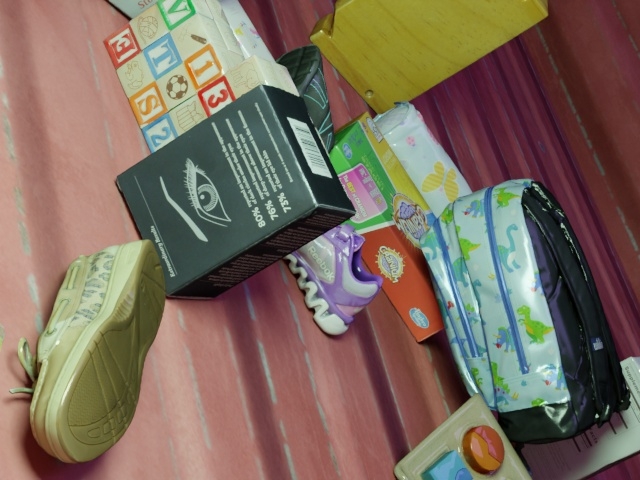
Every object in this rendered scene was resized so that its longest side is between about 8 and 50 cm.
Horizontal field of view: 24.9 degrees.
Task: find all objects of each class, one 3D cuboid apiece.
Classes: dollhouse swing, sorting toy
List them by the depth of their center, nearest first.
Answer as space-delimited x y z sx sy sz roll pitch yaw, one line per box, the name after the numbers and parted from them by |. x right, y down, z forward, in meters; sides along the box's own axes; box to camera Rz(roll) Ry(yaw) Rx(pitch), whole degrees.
0.238 0.375 1.907 0.229 0.041 0.307 -34 94 -48 | sorting toy
0.187 -0.447 2.582 0.315 0.347 0.305 44 26 -36 | dollhouse swing

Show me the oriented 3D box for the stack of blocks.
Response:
-0.117 -0.150 1.710 0.087 0.171 0.297 11 51 -64 | stack of blocks

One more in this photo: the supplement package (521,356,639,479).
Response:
0.426 0.292 2.270 0.139 0.244 0.134 10 53 -65 | supplement package

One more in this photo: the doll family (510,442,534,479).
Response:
0.243 0.339 2.026 0.111 0.076 0.193 61 23 -10 | doll family

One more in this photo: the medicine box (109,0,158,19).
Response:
-0.173 -0.455 1.867 0.149 0.263 0.289 36 31 -48 | medicine box

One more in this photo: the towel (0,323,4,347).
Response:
-0.296 0.071 1.214 0.083 0.009 0.060 47 24 -29 | towel

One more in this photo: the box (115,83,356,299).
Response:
-0.093 -0.049 1.574 0.108 0.207 0.153 9 54 -65 | box

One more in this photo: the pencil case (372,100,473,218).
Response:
0.172 -0.095 2.405 0.273 0.113 0.124 52 -22 -16 | pencil case

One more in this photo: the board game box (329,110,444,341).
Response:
0.109 -0.027 2.228 0.316 0.064 0.242 56 20 -8 | board game box

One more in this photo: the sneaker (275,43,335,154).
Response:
-0.032 -0.178 2.087 0.106 0.101 0.267 55 28 -35 | sneaker

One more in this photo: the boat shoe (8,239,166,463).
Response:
-0.210 0.098 1.295 0.285 0.089 0.105 -73 155 -61 | boat shoe

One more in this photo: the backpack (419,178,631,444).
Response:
0.291 0.090 2.094 0.290 0.273 0.356 -16 102 -61 | backpack

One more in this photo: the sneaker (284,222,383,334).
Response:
0.000 0.000 1.877 0.236 0.104 0.095 58 21 -1 | sneaker

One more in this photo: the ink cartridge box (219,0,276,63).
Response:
-0.129 -0.246 1.930 0.143 0.092 0.090 58 19 -7 | ink cartridge box
